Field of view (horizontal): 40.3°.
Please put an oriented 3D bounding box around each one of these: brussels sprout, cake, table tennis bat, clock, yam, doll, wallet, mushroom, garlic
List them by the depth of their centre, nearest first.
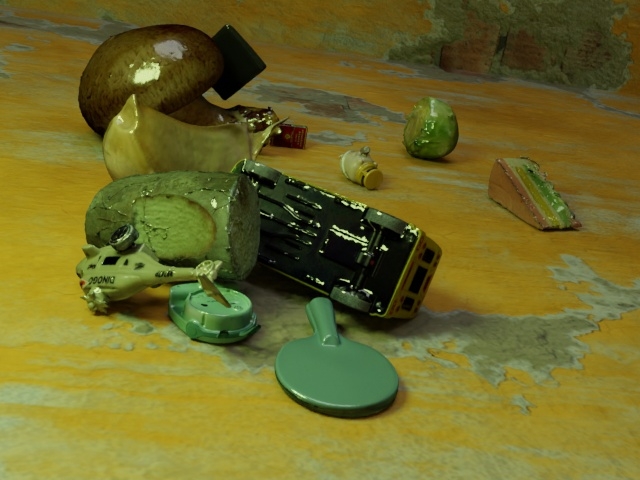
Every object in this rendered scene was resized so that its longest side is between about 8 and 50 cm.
[{"bbox_3d":[0.013,0.140,1.070,0.149,0.038,0.237,3,25,-11],"label":"table tennis bat"},{"bbox_3d":[-0.128,0.095,1.112,0.101,0.041,0.135,-4,24,-32],"label":"clock"},{"bbox_3d":[-0.189,-0.026,1.211,0.254,0.154,0.154,3,15,32],"label":"yam"},{"bbox_3d":[-0.209,-0.135,1.492,0.338,0.196,0.151,1,34,-41],"label":"garlic"},{"bbox_3d":[0.438,-0.076,1.819,0.109,0.090,0.225,2,40,-25],"label":"cake"},{"bbox_3d":[0.082,-0.163,1.828,0.073,0.084,0.127,-3,31,-32],"label":"doll"},{"bbox_3d":[-0.326,-0.291,1.851,0.334,0.356,0.331,-40,38,-22],"label":"mushroom"},{"bbox_3d":[-0.203,-0.386,1.896,0.025,0.124,0.244,-49,14,-22],"label":"wallet"},{"bbox_3d":[0.273,-0.263,2.100,0.122,0.149,0.151,20,32,-21],"label":"brussels sprout"}]

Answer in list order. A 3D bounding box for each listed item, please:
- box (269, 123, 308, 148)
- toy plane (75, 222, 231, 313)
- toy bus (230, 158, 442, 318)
[{"bbox_3d":[-0.073,-0.243,2.016,0.082,0.051,0.023,6,20,-11],"label":"box"},{"bbox_3d":[-0.220,0.044,1.090,0.286,0.092,0.108,-3,44,37],"label":"toy plane"},{"bbox_3d":[0.000,0.000,1.271,0.331,0.145,0.151,23,2,30],"label":"toy bus"}]
